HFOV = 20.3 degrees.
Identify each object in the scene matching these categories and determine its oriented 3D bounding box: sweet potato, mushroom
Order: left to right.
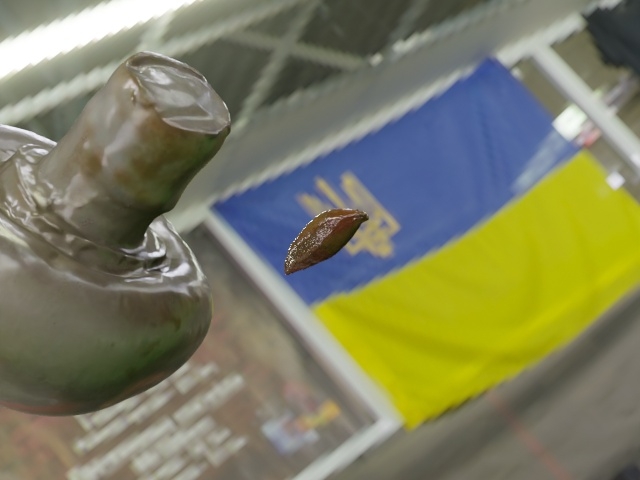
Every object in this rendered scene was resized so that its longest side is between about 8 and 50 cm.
[{"bbox_3d":[-0.152,-0.005,0.979,0.206,0.206,0.209,-30,-37,-38],"label":"mushroom"},{"bbox_3d":[0.000,0.000,1.430,0.095,0.034,0.034,-38,-11,29],"label":"sweet potato"}]
